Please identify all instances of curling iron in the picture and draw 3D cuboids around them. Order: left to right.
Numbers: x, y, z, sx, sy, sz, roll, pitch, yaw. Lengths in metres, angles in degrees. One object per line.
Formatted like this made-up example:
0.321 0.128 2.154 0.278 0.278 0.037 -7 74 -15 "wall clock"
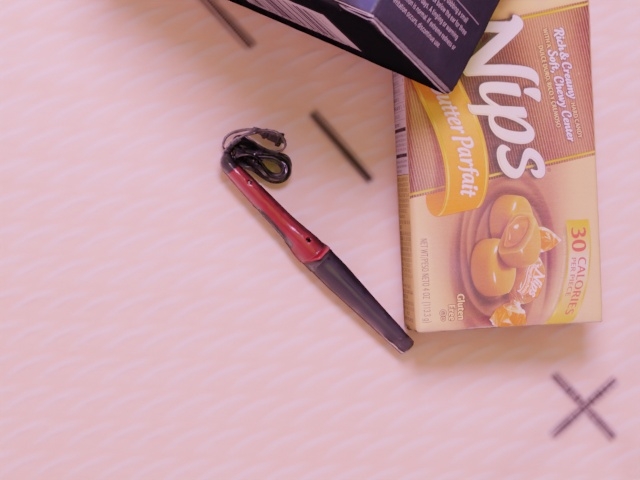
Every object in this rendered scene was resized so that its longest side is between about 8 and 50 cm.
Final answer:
0.000 0.000 1.641 0.068 0.035 0.274 -37 91 5 "curling iron"

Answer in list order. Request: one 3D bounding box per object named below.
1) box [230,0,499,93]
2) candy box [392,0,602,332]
0.054 -0.381 1.513 0.293 0.212 0.395 26 87 27 "box"
0.168 -0.074 1.632 0.183 0.087 0.316 -3 90 -6 "candy box"
